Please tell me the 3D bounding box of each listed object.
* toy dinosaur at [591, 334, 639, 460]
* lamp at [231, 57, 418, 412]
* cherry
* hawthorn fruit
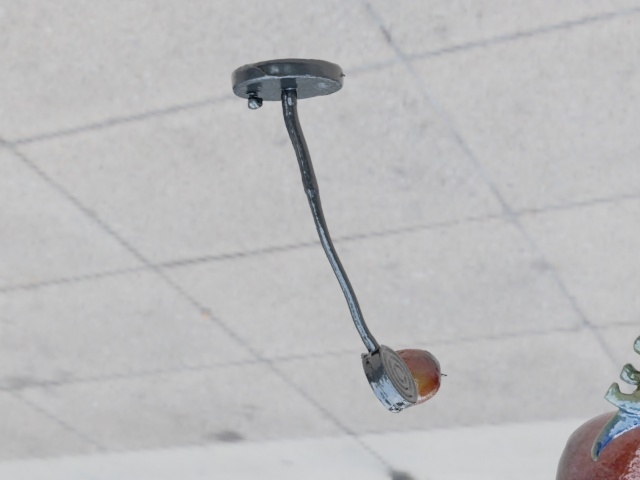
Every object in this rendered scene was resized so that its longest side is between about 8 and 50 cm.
[{"bbox_3d":[0.451,0.194,1.591,0.188,0.247,0.075,30,176,21],"label":"toy dinosaur"},{"bbox_3d":[0.032,-0.019,1.276,0.108,0.371,0.130,-27,167,16],"label":"lamp"},{"bbox_3d":[0.495,0.381,2.079,0.206,0.239,0.239,47,137,-17],"label":"cherry"},{"bbox_3d":[0.105,0.159,1.522,0.077,0.077,0.077,6,151,3],"label":"hawthorn fruit"}]
